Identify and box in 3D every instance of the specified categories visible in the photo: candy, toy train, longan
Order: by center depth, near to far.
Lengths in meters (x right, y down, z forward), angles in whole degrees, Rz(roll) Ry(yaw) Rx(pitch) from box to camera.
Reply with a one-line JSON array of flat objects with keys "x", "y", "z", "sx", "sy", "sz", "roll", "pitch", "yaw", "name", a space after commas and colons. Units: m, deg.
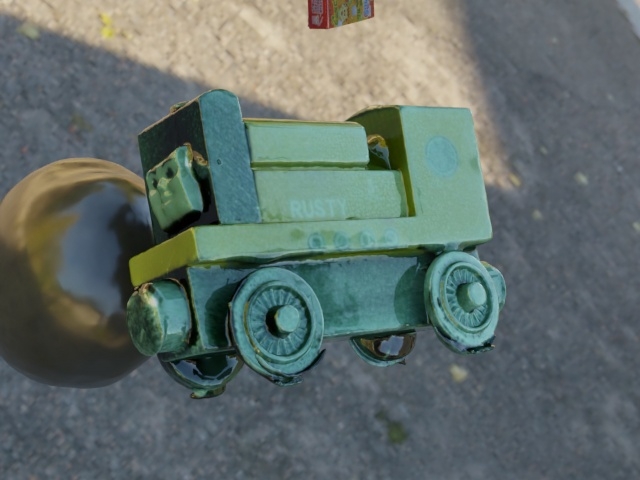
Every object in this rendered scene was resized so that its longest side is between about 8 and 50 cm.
[{"x": 0.000, "y": 0.000, "z": 1.076, "sx": 0.397, "sy": 0.160, "sz": 0.253, "roll": -3, "pitch": 80, "yaw": -37, "name": "toy train"}, {"x": -0.235, "y": 0.027, "z": 1.189, "sx": 0.248, "sy": 0.248, "sz": 0.248, "roll": 31, "pitch": 36, "yaw": -25, "name": "longan"}, {"x": 0.031, "y": -0.356, "z": 1.796, "sx": 0.122, "sy": 0.038, "sz": 0.062, "roll": -24, "pitch": 119, "yaw": -47, "name": "candy"}]
